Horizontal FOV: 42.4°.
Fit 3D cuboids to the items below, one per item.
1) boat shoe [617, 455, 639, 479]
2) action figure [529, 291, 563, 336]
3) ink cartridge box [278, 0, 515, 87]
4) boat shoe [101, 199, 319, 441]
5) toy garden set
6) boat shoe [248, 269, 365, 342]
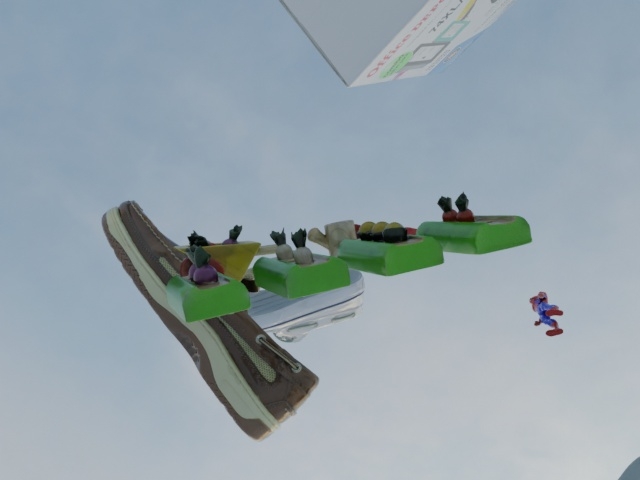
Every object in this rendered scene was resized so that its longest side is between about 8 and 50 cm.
[{"bbox_3d":[0.290,0.289,0.804,0.183,0.065,0.083,-44,-50,7],"label":"boat shoe"},{"bbox_3d":[0.265,0.083,0.982,0.030,0.115,0.038,-6,-83,7],"label":"action figure"},{"bbox_3d":[0.104,-0.339,1.043,0.198,0.270,0.197,-43,-102,36],"label":"ink cartridge box"},{"bbox_3d":[-0.097,0.055,0.761,0.095,0.095,0.257,-37,-99,-6],"label":"boat shoe"},{"bbox_3d":[0.000,0.000,0.633,0.244,0.204,0.049,-12,-85,-15],"label":"toy garden set"},{"bbox_3d":[-0.038,0.106,1.133,0.226,0.083,0.076,-14,-67,-15],"label":"boat shoe"}]
